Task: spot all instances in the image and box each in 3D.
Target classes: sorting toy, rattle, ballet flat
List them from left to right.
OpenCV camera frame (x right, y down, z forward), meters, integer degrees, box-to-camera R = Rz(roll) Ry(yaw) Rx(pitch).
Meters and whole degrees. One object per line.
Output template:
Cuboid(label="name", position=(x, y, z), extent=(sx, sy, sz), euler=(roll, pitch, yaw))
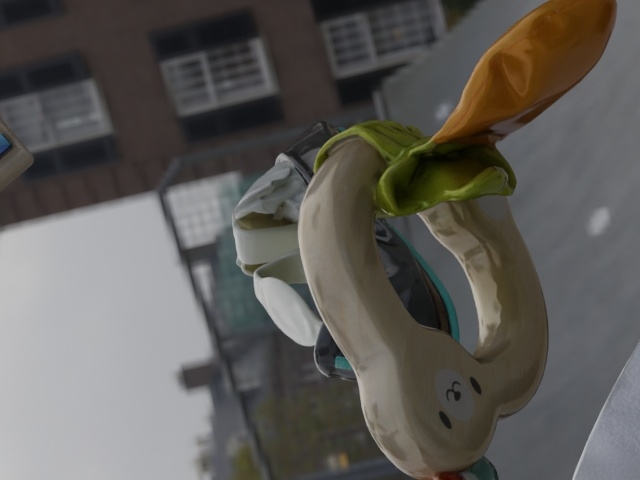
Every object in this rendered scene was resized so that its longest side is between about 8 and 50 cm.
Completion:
Cuboid(label="sorting toy", position=(-0.224, -0.045, 1.120), extent=(0.062, 0.083, 0.012), euler=(49, 174, 4))
Cuboid(label="ballet flat", position=(0.000, 0.000, 1.129), extent=(0.280, 0.096, 0.095), euler=(-121, 23, -62))
Cuboid(label="rattle", position=(0.076, 0.029, 0.693), extent=(0.130, 0.143, 0.199), euler=(43, -146, -46))

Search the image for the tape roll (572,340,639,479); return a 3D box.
Cuboid(label="tape roll", position=(0.294, 0.119, 1.180), extent=(0.072, 0.392, 0.392), euler=(32, 158, 33))
